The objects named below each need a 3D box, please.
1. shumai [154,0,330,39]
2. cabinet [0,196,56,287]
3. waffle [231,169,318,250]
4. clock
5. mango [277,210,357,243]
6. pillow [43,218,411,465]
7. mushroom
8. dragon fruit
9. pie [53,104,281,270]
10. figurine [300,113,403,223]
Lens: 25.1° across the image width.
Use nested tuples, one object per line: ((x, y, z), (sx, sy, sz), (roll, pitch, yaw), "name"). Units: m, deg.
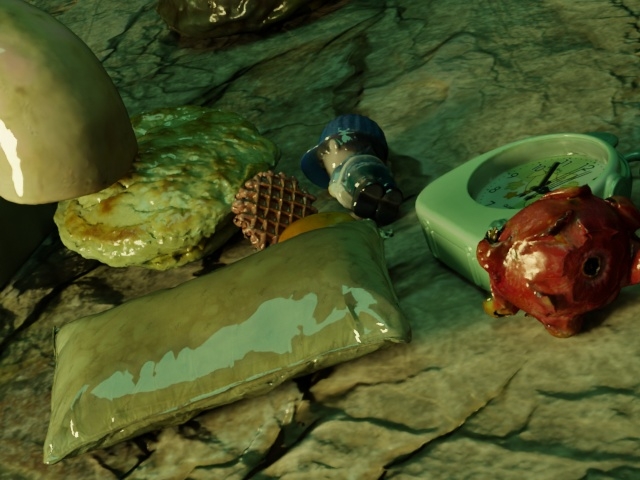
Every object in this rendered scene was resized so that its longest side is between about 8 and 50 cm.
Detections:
((-0.099, -0.430, 1.866), (0.304, 0.263, 0.309), (14, 42, 44), "shumai")
((-0.413, -0.030, 1.472), (0.206, 0.145, 0.150), (-6, 30, 26), "cabinet")
((-0.042, -0.024, 1.295), (0.083, 0.075, 0.029), (-44, 2, -31), "waffle")
((0.184, -0.032, 1.167), (0.188, 0.060, 0.148), (-26, 27, -13), "clock")
((0.000, 0.000, 1.253), (0.060, 0.046, 0.089), (13, 29, 44), "mango")
((-0.075, 0.072, 1.135), (0.302, 0.075, 0.185), (-19, 29, 4), "pillow")
((-0.269, -0.134, 1.306), (0.173, 0.162, 0.236), (15, 32, 33), "mushroom")
((0.177, 0.020, 1.033), (0.126, 0.112, 0.068), (-18, 42, 3), "dragon fruit")
((-0.137, -0.048, 1.385), (0.201, 0.090, 0.248), (4, 35, 20), "pie")
((0.036, -0.071, 1.325), (0.077, 0.079, 0.136), (16, 11, -23), "figurine")
